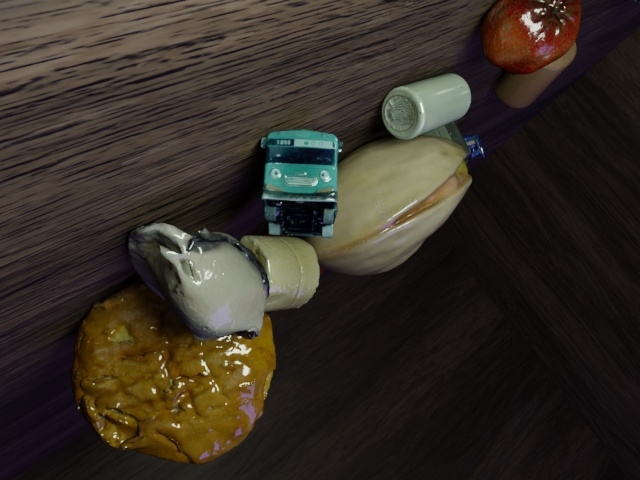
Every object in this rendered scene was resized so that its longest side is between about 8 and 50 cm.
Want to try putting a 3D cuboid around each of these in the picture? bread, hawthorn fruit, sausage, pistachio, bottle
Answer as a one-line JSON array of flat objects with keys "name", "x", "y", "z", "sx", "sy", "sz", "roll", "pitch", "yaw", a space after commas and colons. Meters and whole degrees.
[{"name": "bread", "x": -0.288, "y": 0.241, "z": 1.021, "sx": 0.398, "sy": 0.398, "sz": 0.215, "roll": -34, "pitch": 178, "yaw": -9}, {"name": "hawthorn fruit", "x": 0.369, "y": -0.383, "z": 0.920, "sx": 0.157, "sy": 0.157, "sz": 0.194, "roll": -32, "pitch": -171, "yaw": -22}, {"name": "sausage", "x": 0.579, "y": -0.460, "z": 1.371, "sx": 0.123, "sy": 0.123, "sz": 0.253, "roll": -34, "pitch": 172, "yaw": -8}, {"name": "pistachio", "x": 0.145, "y": -0.086, "z": 1.171, "sx": 0.445, "sy": 0.281, "sz": 0.365, "roll": -32, "pitch": -164, "yaw": -11}, {"name": "bottle", "x": 0.236, "y": -0.286, "z": 1.035, "sx": 0.245, "sy": 0.104, "sz": 0.104, "roll": -28, "pitch": 169, "yaw": -39}, {"name": "bread", "x": -0.096, "y": 0.067, "z": 0.960, "sx": 0.141, "sy": 0.134, "sz": 0.148, "roll": 2, "pitch": 127, "yaw": -47}]

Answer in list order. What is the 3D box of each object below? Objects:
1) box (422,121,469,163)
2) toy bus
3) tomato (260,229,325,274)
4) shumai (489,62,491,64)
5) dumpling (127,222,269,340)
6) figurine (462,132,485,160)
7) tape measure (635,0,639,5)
[{"name": "box", "x": 0.359, "y": -0.270, "z": 1.483, "sx": 0.129, "sy": 0.148, "sz": 0.210, "roll": -26, "pitch": 174, "yaw": 14}, {"name": "toy bus", "x": -0.033, "y": -0.090, "z": 0.869, "sx": 0.128, "sy": 0.147, "sz": 0.256, "roll": 2, "pitch": 168, "yaw": -1}, {"name": "tomato", "x": -0.082, "y": 0.045, "z": 1.329, "sx": 0.260, "sy": 0.180, "sz": 0.260, "roll": -35, "pitch": 174, "yaw": -4}, {"name": "shumai", "x": 0.395, "y": -0.408, "z": 1.064, "sx": 0.082, "sy": 0.083, "sz": 0.080, "roll": 12, "pitch": 121, "yaw": -27}, {"name": "dumpling", "x": -0.195, "y": 0.058, "z": 0.834, "sx": 0.163, "sy": 0.293, "sz": 0.204, "roll": -45, "pitch": -141, "yaw": -14}, {"name": "figurine", "x": 0.442, "y": -0.302, "z": 1.754, "sx": 0.262, "sy": 0.121, "sz": 0.164, "roll": -15, "pitch": 147, "yaw": 7}, {"name": "tape measure", "x": 0.910, "y": -0.670, "z": 1.335, "sx": 0.182, "sy": 0.181, "sz": 0.107, "roll": 21, "pitch": 127, "yaw": -36}]
